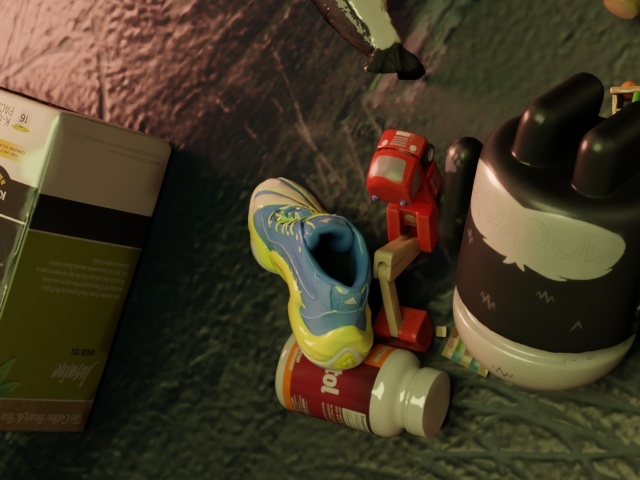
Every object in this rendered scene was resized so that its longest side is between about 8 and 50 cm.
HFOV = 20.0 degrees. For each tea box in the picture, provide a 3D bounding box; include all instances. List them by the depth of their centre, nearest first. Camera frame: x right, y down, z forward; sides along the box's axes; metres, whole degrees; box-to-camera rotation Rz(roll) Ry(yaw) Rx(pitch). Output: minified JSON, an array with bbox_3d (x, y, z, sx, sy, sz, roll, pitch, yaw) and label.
[{"bbox_3d":[-0.378,-0.006,1.843,0.329,0.220,0.323,20,92,26],"label":"tea box"}]

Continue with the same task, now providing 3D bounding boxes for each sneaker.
[{"bbox_3d":[0.000,0.000,1.688,0.126,0.091,0.240,103,150,-44],"label":"sneaker"}]

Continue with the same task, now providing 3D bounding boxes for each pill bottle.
[{"bbox_3d":[0.041,0.136,1.705,0.152,0.086,0.086,13,90,25],"label":"pill bottle"}]

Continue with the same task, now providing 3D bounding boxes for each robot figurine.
[{"bbox_3d":[0.209,-0.002,1.557,0.209,0.173,0.278,-110,23,-51],"label":"robot figurine"}]

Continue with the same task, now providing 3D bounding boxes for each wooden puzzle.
[{"bbox_3d":[0.146,0.096,1.703,0.083,0.006,0.049,27,96,25],"label":"wooden puzzle"}]

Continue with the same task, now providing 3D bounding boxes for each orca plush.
[{"bbox_3d":[0.023,-0.279,1.776,0.151,0.102,0.287,-26,82,-25],"label":"orca plush"}]

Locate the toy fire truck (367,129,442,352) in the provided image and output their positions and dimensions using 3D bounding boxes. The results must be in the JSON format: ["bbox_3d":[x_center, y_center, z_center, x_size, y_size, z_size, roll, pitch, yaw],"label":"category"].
[{"bbox_3d":[0.077,0.003,1.673,0.047,0.192,0.135,11,61,25],"label":"toy fire truck"}]

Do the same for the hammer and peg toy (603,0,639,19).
[{"bbox_3d":[0.297,-0.281,1.530,0.361,0.266,0.127,24,76,24],"label":"hammer and peg toy"}]

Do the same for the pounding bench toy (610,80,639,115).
[{"bbox_3d":[0.285,-0.112,1.615,0.052,0.083,0.065,-1,85,25],"label":"pounding bench toy"}]
